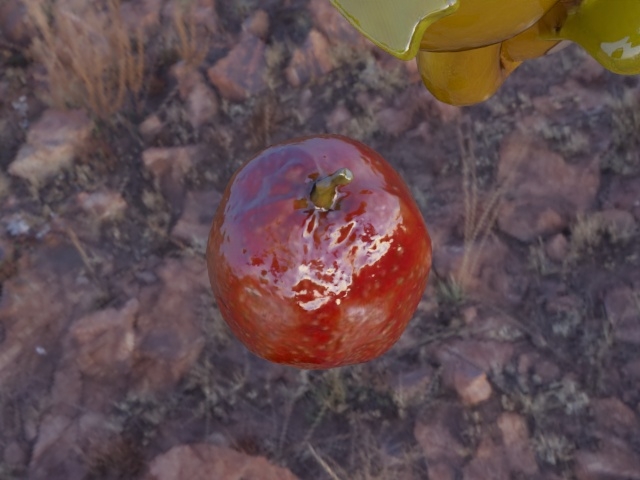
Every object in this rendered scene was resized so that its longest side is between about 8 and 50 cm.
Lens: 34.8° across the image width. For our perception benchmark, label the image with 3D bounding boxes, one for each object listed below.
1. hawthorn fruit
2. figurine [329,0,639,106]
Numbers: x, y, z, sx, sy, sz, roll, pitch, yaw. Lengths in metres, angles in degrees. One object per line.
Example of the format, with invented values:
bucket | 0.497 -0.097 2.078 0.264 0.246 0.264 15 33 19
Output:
hawthorn fruit | 0.000 0.000 0.881 0.205 0.253 0.205 1 57 -2
figurine | 0.097 -0.172 0.568 0.215 0.228 0.215 -26 58 50
